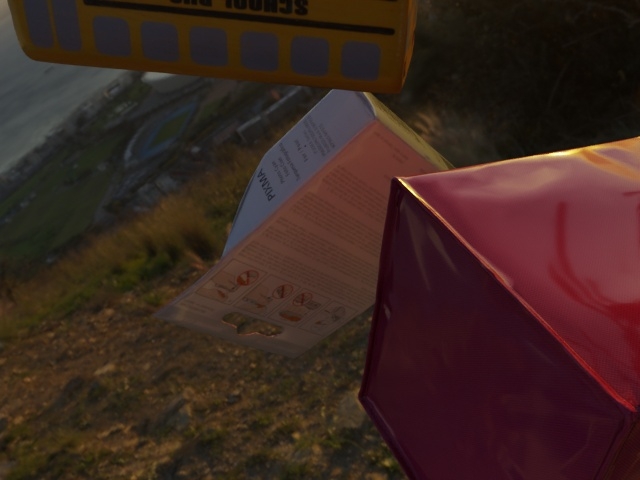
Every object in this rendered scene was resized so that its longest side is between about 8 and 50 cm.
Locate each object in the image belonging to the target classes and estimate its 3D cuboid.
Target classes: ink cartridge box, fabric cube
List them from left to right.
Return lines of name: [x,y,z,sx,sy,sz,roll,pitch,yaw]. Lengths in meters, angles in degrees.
ink cartridge box: [0.000,0.000,0.951,0.385,0.308,0.091,-39,52,19]
fabric cube: [0.208,0.097,0.543,0.258,0.259,0.254,-12,40,-22]

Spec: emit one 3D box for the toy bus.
toy bus: [-0.101,-0.188,0.476,0.333,0.130,0.108,7,35,9]
